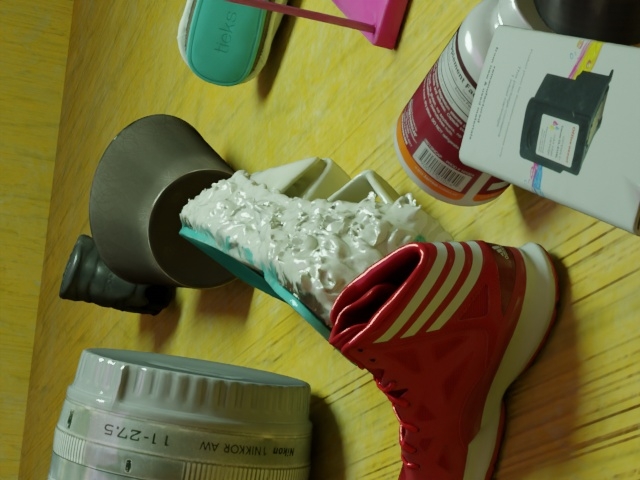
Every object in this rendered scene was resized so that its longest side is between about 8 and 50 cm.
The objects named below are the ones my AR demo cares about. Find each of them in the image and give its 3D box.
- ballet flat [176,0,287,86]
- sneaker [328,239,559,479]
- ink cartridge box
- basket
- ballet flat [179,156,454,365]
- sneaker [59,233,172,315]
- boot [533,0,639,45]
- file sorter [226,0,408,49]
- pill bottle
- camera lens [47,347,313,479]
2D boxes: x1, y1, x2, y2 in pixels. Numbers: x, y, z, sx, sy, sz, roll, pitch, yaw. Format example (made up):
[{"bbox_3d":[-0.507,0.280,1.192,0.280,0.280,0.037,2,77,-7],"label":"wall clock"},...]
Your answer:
[{"bbox_3d":[-0.055,-0.342,1.412,0.139,0.139,0.400,-100,26,-45],"label":"ballet flat"},{"bbox_3d":[0.051,0.090,0.850,0.087,0.128,0.221,-118,41,-61],"label":"sneaker"},{"bbox_3d":[0.158,-0.041,0.602,0.175,0.128,0.072,-144,68,-69],"label":"ink cartridge box"},{"bbox_3d":[-0.156,-0.028,1.500,0.227,0.154,0.204,-153,73,-67],"label":"basket"},{"bbox_3d":[0.000,0.000,1.101,0.409,0.147,0.146,-153,74,-68],"label":"ballet flat"},{"bbox_3d":[-0.253,0.054,1.806,0.286,0.130,0.109,-44,-28,-84],"label":"sneaker"},{"bbox_3d":[0.136,-0.281,0.710,0.264,0.096,0.280,-91,4,-57],"label":"boot"},{"bbox_3d":[-0.006,-0.344,1.150,0.202,0.182,0.290,-118,42,-62],"label":"file sorter"},{"bbox_3d":[0.111,-0.094,0.833,0.152,0.086,0.086,125,149,-51],"label":"pill bottle"},{"bbox_3d":[-0.126,0.242,1.155,0.219,0.220,0.274,-177,97,-71],"label":"camera lens"}]
